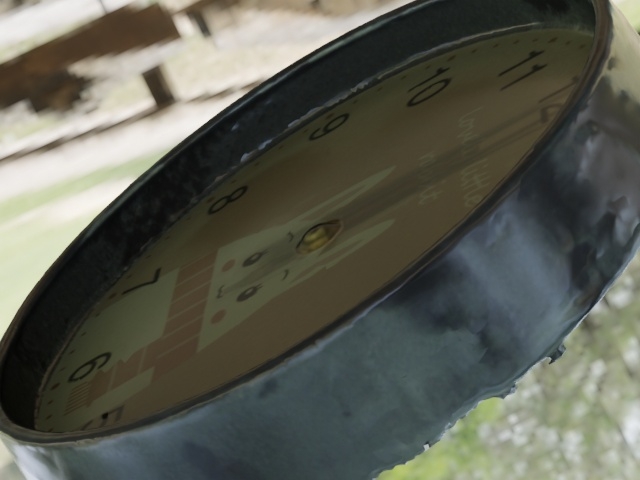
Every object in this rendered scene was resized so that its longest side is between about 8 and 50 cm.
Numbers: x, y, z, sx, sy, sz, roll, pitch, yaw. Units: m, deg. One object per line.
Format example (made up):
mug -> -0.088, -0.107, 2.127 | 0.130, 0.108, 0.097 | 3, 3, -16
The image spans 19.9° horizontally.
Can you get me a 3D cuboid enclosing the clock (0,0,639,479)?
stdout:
clock -> 0.000, 0.000, 0.918 | 0.386, 0.076, 0.386 | -31, -159, 13
